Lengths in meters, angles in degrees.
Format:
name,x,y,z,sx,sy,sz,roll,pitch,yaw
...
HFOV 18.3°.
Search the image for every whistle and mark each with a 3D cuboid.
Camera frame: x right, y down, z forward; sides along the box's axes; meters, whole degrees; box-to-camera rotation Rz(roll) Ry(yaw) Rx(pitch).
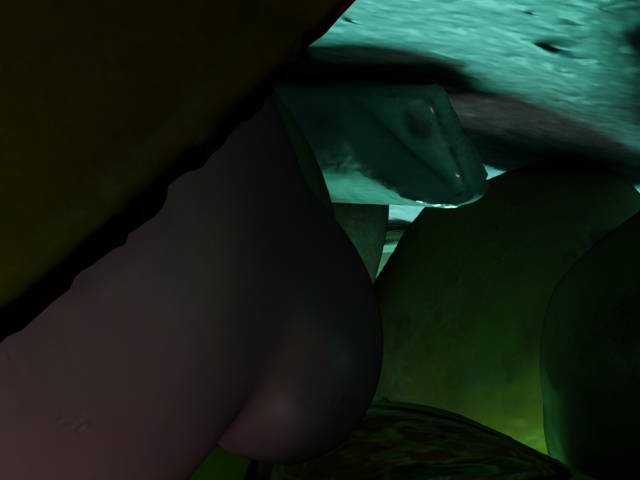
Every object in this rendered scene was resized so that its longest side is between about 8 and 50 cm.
name,x,y,z,sx,sy,sz,roll,pitch,yaw
whistle,0.000,0.000,1.061,0.057,0.107,0.220,18,-160,-4
whistle,-0.040,-0.051,1.004,0.062,0.062,0.312,19,170,-41

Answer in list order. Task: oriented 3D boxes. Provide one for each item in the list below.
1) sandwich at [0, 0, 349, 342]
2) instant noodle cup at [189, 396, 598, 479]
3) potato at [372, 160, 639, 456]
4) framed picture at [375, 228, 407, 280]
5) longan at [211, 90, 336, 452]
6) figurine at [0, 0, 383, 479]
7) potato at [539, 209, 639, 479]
name,x,y,z,sx,sy,sz,roll,pitch,yaw
sandwich,-0.086,-0.121,0.391,0.155,0.227,0.198,6,135,50
instant noodle cup,0.052,0.214,0.729,0.326,0.325,0.254,16,-170,-26
potato,0.095,0.047,1.042,0.137,0.200,0.154,36,168,15
framed picture,0.105,0.028,1.538,0.231,0.018,0.293,15,172,-21
longan,-0.109,0.017,0.875,0.258,0.258,0.258,12,173,2
figurine,-0.115,-0.010,0.628,0.211,0.270,0.261,34,155,28
potato,0.225,0.074,0.887,0.243,0.221,0.326,13,172,33
